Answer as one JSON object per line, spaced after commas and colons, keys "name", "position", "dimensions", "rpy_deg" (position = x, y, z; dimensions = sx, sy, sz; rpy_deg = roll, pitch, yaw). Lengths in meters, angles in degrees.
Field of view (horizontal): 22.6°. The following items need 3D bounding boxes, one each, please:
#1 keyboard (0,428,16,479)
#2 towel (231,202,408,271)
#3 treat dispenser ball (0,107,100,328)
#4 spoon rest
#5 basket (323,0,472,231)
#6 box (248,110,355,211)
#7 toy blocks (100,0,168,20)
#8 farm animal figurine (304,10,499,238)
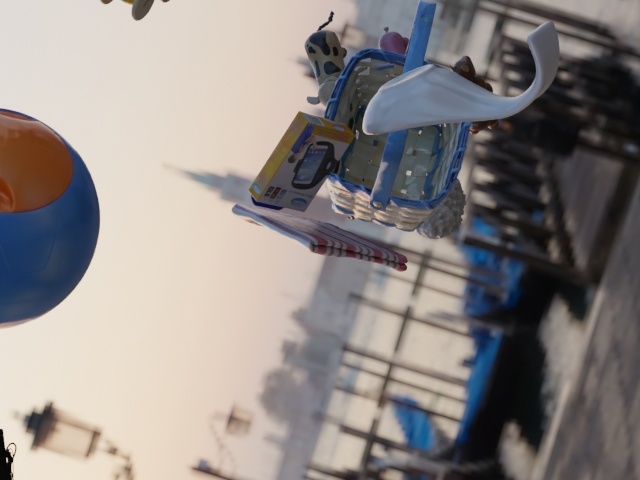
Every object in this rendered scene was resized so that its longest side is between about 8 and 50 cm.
{"name": "keyboard", "position": [-0.490, 0.373, 2.370], "dimensions": [0.100, 0.038, 0.192], "rpy_deg": [-26, -61, -55]}
{"name": "towel", "position": [0.000, 0.000, 1.985], "dimensions": [0.197, 0.144, 0.029], "rpy_deg": [12, -82, -48]}
{"name": "treat dispenser ball", "position": [-0.428, -0.028, 2.054], "dimensions": [0.288, 0.288, 0.288], "rpy_deg": [17, -90, -88]}
{"name": "spoon rest", "position": [0.164, -0.172, 1.866], "dimensions": [0.276, 0.084, 0.137], "rpy_deg": [-17, 14, 43]}
{"name": "basket", "position": [0.104, -0.154, 2.186], "dimensions": [0.289, 0.201, 0.255], "rpy_deg": [110, 176, -61]}
{"name": "box", "position": [-0.026, -0.087, 1.912], "dimensions": [0.136, 0.081, 0.028], "rpy_deg": [-58, 47, 21]}
{"name": "toy blocks", "position": [-0.272, -0.354, 2.093], "dimensions": [0.123, 0.148, 0.054], "rpy_deg": [-47, -19, -51]}
{"name": "farm animal figurine", "position": [0.098, -0.190, 2.502], "dimensions": [0.172, 0.330, 0.327], "rpy_deg": [35, -110, -68]}
